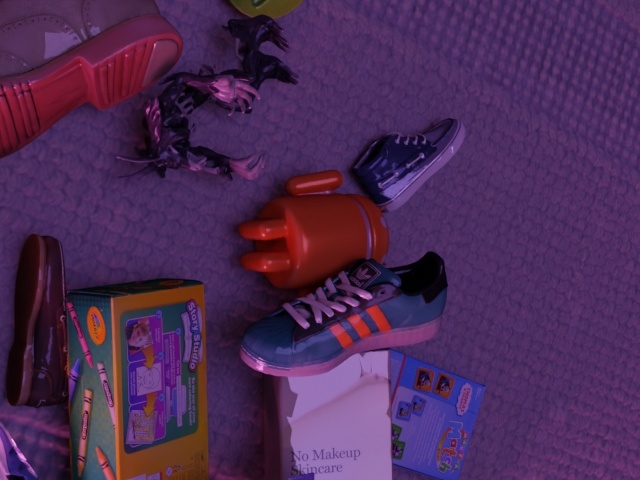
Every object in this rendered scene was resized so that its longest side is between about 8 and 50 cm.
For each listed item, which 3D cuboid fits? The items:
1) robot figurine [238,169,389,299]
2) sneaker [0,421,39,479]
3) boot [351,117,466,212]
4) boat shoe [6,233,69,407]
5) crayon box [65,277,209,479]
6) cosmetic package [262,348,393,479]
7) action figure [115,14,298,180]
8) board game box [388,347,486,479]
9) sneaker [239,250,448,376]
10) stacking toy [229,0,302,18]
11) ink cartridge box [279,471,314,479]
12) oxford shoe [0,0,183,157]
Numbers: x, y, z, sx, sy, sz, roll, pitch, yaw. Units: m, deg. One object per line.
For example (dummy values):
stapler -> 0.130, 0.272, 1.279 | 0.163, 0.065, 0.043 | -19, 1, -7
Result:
robot figurine -> 0.000, -0.002, 1.466 | 0.219, 0.128, 0.158 | -4, 54, -32
sneaker -> -0.417, 0.287, 1.207 | 0.182, 0.127, 0.315 | -43, 114, -27
boot -> 0.131, -0.133, 1.579 | 0.190, 0.069, 0.086 | -48, 117, -20
boat shoe -> -0.326, 0.096, 1.296 | 0.073, 0.073, 0.207 | 4, 96, -34
crayon box -> -0.219, 0.192, 1.321 | 0.165, 0.081, 0.278 | -6, 96, -56
cosmetic package -> 0.009, 0.296, 1.466 | 0.160, 0.113, 0.309 | -3, 93, -15
action figure -> -0.130, -0.160, 1.363 | 0.275, 0.141, 0.164 | -52, 159, -27
board game box -> 0.139, 0.259, 1.611 | 0.211, 0.039, 0.160 | 24, 79, -29
sneaker -> 0.034, 0.082, 1.398 | 0.302, 0.108, 0.121 | -13, 126, -30
stacking toy -> -0.112, -0.459, 1.428 | 0.309, 0.130, 0.279 | 14, 110, -29
ink cartridge box -> -0.134, 0.456, 1.310 | 0.304, 0.072, 0.307 | -10, 119, -24
oxford shoe -> -0.364, -0.197, 1.254 | 0.397, 0.140, 0.146 | -25, 72, -24
